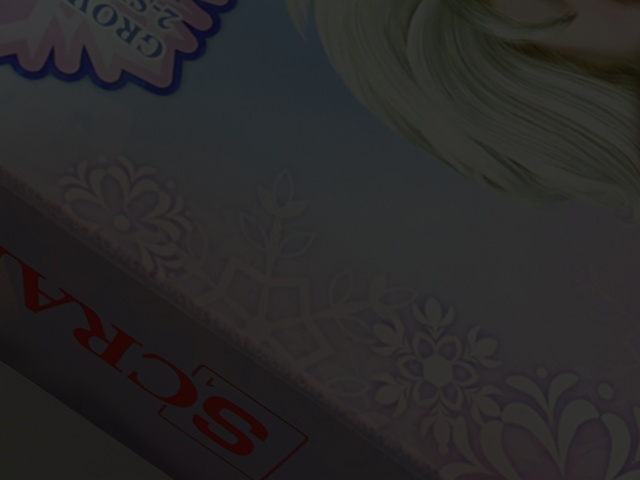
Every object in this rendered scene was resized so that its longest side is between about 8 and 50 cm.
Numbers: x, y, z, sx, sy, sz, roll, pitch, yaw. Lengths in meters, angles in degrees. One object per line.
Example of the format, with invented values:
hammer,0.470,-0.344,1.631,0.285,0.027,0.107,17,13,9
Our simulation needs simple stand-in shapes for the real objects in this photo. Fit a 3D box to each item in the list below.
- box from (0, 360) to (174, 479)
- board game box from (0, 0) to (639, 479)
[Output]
box,0.000,0.000,0.600,0.168,0.345,0.215,-44,15,33
board game box,0.081,-0.053,0.433,0.318,0.318,0.066,-59,6,-34
